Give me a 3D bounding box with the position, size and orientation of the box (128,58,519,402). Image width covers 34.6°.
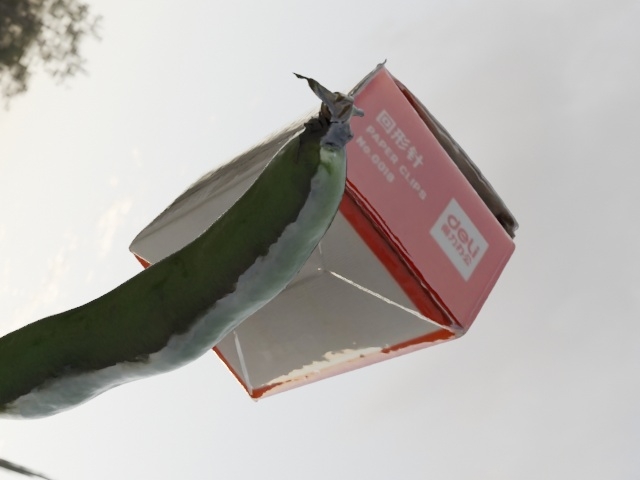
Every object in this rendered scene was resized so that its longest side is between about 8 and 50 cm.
[{"bbox_3d":[0.000,0.000,0.582,0.182,0.133,0.099,-27,-161,44],"label":"box"}]

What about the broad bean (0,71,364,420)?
[{"bbox_3d":[-0.065,0.018,0.425,0.227,0.069,0.039,-39,-153,17],"label":"broad bean"}]
